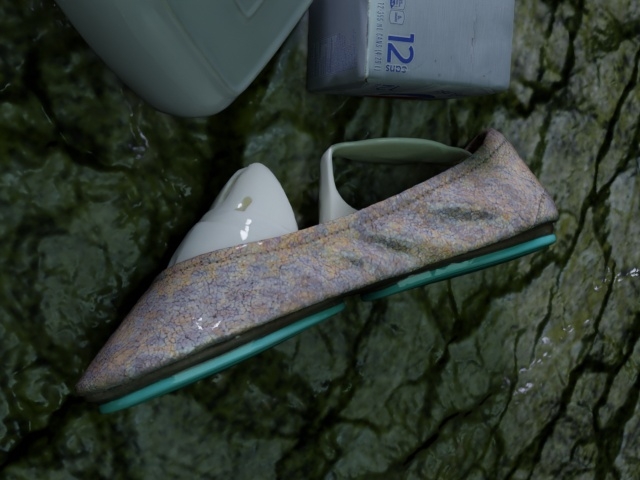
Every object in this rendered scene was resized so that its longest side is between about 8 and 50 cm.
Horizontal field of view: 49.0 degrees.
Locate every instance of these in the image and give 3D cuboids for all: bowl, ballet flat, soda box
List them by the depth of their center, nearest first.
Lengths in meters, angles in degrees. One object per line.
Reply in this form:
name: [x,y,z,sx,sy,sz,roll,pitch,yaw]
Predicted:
bowl: [-0.053,-0.139,0.353,0.142,0.053,0.142,-55,150,-11]
soda box: [0.054,-0.229,0.407,0.098,0.091,0.286,-2,98,-22]
ballet flat: [0.000,0.000,0.424,0.316,0.107,0.106,-18,84,-26]
